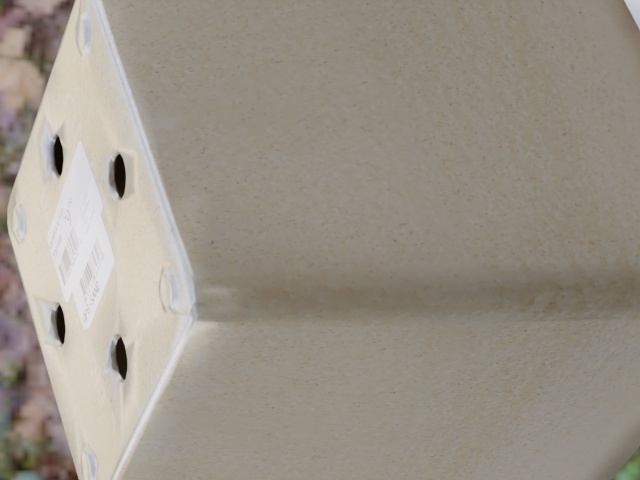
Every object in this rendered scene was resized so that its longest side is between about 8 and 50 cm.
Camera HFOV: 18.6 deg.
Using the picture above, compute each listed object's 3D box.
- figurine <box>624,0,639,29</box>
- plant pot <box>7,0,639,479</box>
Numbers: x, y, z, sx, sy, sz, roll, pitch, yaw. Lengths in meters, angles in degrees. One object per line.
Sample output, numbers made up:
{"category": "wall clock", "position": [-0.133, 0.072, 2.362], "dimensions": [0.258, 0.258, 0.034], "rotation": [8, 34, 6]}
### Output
{"category": "figurine", "position": [0.128, -0.129, 0.654], "dimensions": [0.209, 0.092, 0.215], "rotation": [10, 55, 32]}
{"category": "plant pot", "position": [0.000, 0.000, 0.373], "dimensions": [0.109, 0.096, 0.109], "rotation": [68, 149, 30]}
